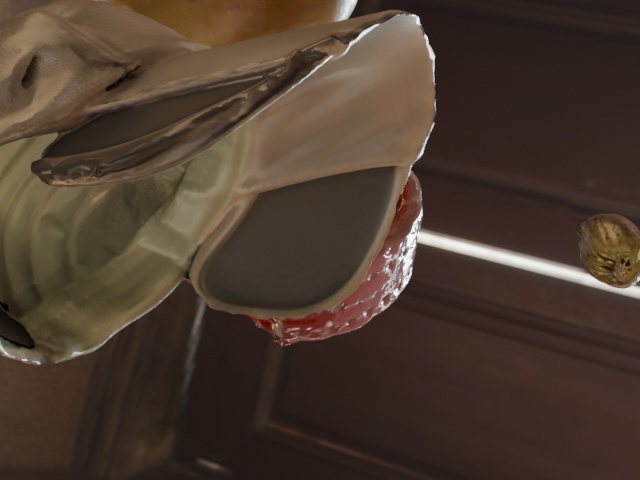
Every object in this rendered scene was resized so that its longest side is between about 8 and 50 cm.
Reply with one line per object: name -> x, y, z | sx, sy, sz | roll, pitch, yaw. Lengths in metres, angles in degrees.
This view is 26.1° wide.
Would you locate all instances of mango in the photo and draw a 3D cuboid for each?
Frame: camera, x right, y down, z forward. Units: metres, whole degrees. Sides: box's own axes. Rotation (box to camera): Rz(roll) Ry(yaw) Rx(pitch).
mango -> -0.094, -0.291, 1.580 | 0.211, 0.317, 0.173 | 51, 35, -31

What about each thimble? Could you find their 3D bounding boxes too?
thimble -> 0.002, -0.005, 1.303 | 0.189, 0.163, 0.125 | -31, 151, -29

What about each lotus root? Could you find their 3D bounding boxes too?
lotus root -> 0.246, 0.006, 1.170 | 0.099, 0.049, 0.054 | -117, -151, -64

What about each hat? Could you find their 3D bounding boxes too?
hat -> -0.077, -0.049, 0.672 | 0.232, 0.275, 0.161 | 42, 30, -69

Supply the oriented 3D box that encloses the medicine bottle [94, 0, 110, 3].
medicine bottle -> -0.393, -0.308, 2.205 | 0.135, 0.215, 0.135 | 58, 12, -19
